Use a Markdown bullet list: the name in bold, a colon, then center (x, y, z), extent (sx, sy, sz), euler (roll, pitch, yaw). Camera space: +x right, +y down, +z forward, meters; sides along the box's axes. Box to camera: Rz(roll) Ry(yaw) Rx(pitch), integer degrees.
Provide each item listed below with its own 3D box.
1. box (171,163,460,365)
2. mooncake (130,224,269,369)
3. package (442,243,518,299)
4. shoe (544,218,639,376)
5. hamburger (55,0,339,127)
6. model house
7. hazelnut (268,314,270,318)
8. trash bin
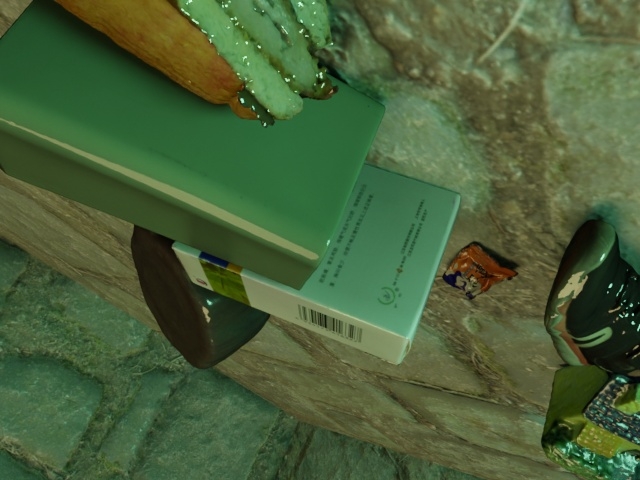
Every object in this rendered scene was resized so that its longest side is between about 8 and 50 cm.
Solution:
- **box**: center (0.000, 0.000, 0.703), extent (0.299, 0.200, 0.106), euler (20, 154, 11)
- **mooncake**: center (-0.218, 0.076, 1.008), extent (0.306, 0.154, 0.306), euler (30, 135, 35)
- **package**: center (0.223, 0.047, 0.795), extent (0.077, 0.033, 0.111), euler (46, 143, 10)
- **shoe**: center (0.349, 0.089, 0.653), extent (0.137, 0.114, 0.291), euler (13, 156, 36)
- **hamburger**: center (-0.128, -0.222, 0.437), extent (0.245, 0.156, 0.282), euler (17, 160, 27)
- **model house**: center (0.486, 0.287, 0.861), extent (0.193, 0.170, 0.211), euler (25, 155, 5)
- **hazelnut**: center (-0.211, 0.141, 1.245), extent (0.204, 0.178, 0.178), euler (-33, 123, 30)
- **trash bin**: center (-0.130, -0.114, 0.587), extent (0.343, 0.223, 0.158), euler (25, 156, -6)
